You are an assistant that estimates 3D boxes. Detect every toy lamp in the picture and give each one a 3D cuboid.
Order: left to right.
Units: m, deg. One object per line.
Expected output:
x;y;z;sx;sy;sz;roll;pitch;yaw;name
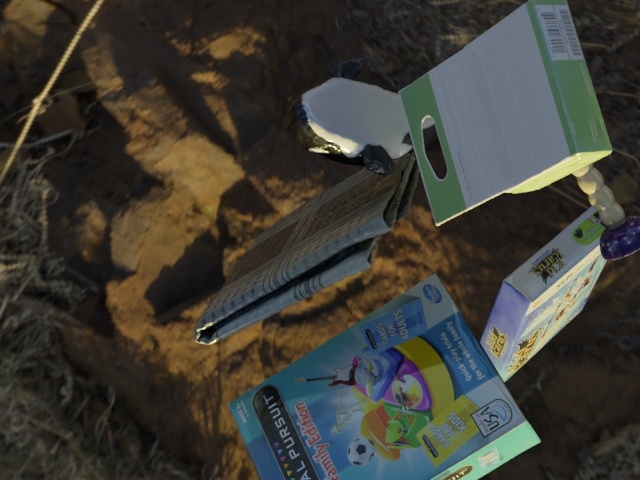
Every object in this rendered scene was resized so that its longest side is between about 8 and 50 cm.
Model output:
0.296;-0.106;1.404;0.080;0.080;0.275;-31;103;7;toy lamp

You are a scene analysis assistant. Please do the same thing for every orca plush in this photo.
0.050;-0.148;1.476;0.102;0.287;0.151;-29;92;43;orca plush

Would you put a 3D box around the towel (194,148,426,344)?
0.000;0.000;1.613;0.324;0.312;0.056;-31;103;25;towel

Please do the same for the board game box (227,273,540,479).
0.075;0.236;1.546;0.336;0.254;0.079;-33;142;4;board game box

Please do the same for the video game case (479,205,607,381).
0.363;0.093;1.913;0.244;0.269;0.061;-35;64;-28;video game case

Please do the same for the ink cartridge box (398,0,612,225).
0.190;-0.130;1.268;0.056;0.235;0.171;-7;77;-33;ink cartridge box
